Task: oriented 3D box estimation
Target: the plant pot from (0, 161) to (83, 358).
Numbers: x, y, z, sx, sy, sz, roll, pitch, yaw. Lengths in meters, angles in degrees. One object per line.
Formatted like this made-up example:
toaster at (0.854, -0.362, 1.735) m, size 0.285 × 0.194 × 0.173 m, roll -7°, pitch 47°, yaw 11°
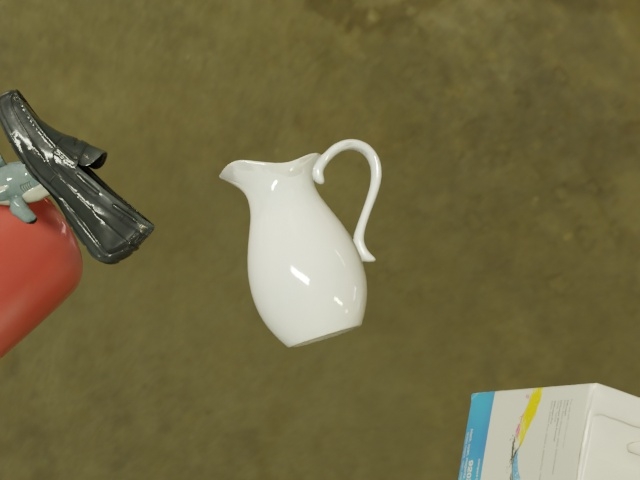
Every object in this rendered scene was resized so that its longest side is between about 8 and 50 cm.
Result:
plant pot at (-0.464, 0.055, 1.733) m, size 0.275 × 0.275 × 0.243 m, roll 35°, pitch 53°, yaw -5°

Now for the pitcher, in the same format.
pitcher at (0.000, 0.000, 1.559) m, size 0.177 × 0.125 × 0.207 m, roll -16°, pitch 83°, yaw -4°

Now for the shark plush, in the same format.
shark plush at (-0.373, -0.082, 1.615) m, size 0.161 × 0.067 × 0.073 m, roll 20°, pitch 31°, yaw -9°

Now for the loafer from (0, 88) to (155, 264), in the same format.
loafer at (-0.266, -0.078, 1.539) m, size 0.078 × 0.076 × 0.223 m, roll -38°, pitch 89°, yaw 4°

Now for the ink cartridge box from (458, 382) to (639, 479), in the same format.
ink cartridge box at (0.300, 0.273, 1.683) m, size 0.171 × 0.232 × 0.168 m, roll 19°, pitch 73°, yaw -25°
